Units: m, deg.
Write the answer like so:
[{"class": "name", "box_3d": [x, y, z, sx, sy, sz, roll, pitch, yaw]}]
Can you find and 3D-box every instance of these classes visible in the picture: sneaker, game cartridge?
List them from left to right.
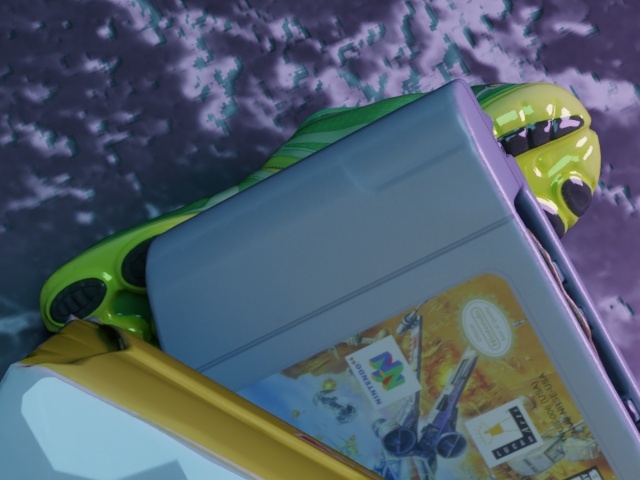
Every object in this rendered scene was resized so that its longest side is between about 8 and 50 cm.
[{"class": "sneaker", "box_3d": [0.000, 0.000, 1.029, 0.295, 0.123, 0.109, -21, 107, -10]}, {"class": "game cartridge", "box_3d": [0.052, 0.098, 0.922, 0.297, 0.198, 0.062, 60, 17, -7]}]

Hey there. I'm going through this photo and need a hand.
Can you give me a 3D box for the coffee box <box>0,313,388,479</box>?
[{"class": "coffee box", "box_3d": [-0.027, 0.248, 0.697, 0.337, 0.338, 0.334, 29, 88, -4]}]
